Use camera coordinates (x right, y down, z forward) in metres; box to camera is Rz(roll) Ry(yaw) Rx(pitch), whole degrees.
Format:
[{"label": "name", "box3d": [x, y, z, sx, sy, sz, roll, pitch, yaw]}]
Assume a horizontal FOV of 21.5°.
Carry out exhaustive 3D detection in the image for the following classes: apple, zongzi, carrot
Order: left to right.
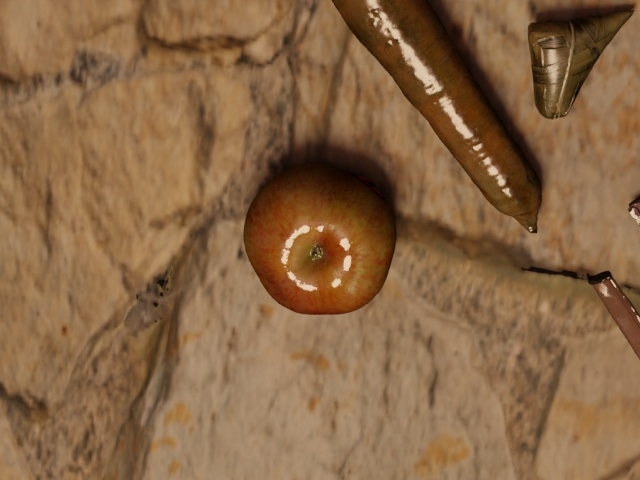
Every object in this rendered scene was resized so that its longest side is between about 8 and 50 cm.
[{"label": "apple", "box3d": [-0.003, 0.001, 1.351, 0.126, 0.102, 0.126, 4, 110, 11]}, {"label": "carrot", "box3d": [0.076, -0.144, 1.306, 0.070, 0.070, 0.342, -31, 107, 20]}, {"label": "zongzi", "box3d": [0.204, -0.136, 1.300, 0.083, 0.040, 0.076, -11, 115, -3]}]

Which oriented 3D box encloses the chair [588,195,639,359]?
[{"label": "chair", "box3d": [0.356, 0.104, 1.276, 0.175, 0.183, 0.326, -28, 101, 20]}]
